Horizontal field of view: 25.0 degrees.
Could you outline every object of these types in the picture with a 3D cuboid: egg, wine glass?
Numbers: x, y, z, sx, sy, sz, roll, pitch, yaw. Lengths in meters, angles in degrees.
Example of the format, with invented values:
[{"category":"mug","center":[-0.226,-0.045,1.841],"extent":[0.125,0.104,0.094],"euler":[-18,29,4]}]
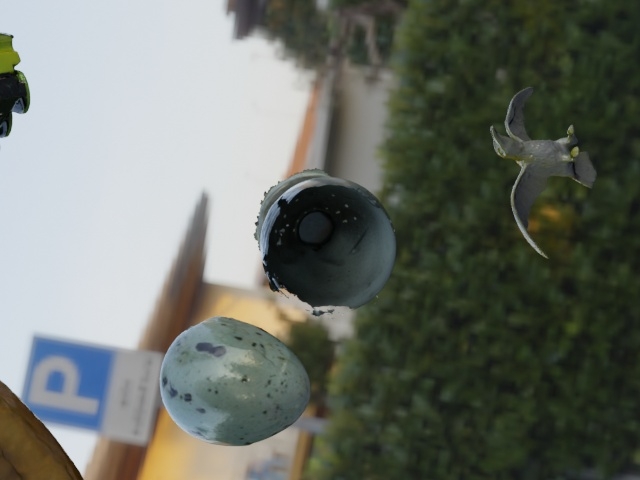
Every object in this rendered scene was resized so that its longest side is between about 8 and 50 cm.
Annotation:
[{"category":"egg","center":[-0.084,0.141,1.454],"extent":[0.131,0.164,0.131],"euler":[9,-100,-60]},{"category":"wine glass","center":[0.001,-0.005,2.048],"extent":[0.357,0.190,0.190],"euler":[-120,39,-80]}]

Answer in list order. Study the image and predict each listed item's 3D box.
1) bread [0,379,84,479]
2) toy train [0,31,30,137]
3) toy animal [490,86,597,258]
[{"category":"bread","center":[-0.287,0.257,1.151],"extent":[0.388,0.236,0.183],"euler":[58,-140,-6]},{"category":"toy train","center":[-0.339,-0.097,1.351],"extent":[0.250,0.053,0.085],"euler":[-43,64,47]},{"category":"toy animal","center":[0.258,-0.109,1.684],"extent":[0.155,0.095,0.219],"euler":[44,-139,-56]}]
